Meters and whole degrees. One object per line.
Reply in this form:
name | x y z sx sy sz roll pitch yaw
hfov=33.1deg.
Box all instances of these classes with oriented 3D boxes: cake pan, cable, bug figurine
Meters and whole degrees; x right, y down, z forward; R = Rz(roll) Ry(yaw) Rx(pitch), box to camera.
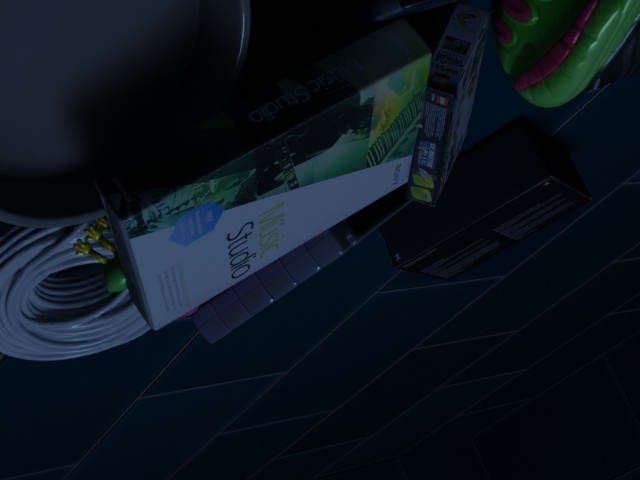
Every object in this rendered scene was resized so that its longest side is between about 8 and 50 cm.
cake pan | -0.187 -0.144 0.872 0.293 0.054 0.293 -31 144 -25
cable | -0.279 0.036 1.240 0.257 0.089 0.257 -26 147 2
bug figurine | -0.127 -0.018 1.145 0.216 0.072 0.279 -51 150 2

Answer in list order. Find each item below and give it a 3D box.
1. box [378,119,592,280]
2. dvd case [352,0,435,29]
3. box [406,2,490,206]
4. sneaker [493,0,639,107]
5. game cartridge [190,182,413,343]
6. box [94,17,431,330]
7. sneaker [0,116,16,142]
box | 0.235 -0.050 1.569 0.261 0.103 0.184 -32 160 23
dvd case | 0.133 -0.232 0.972 0.180 0.022 0.253 -17 -171 -4
box | 0.132 -0.137 1.135 0.036 0.114 0.207 20 152 11
sneaker | 0.365 -0.303 1.045 0.202 0.185 0.483 -16 168 -35
game cartridge | 0.000 0.000 1.352 0.230 0.068 0.355 -30 -178 29
box | -0.046 -0.057 1.027 0.322 0.058 0.232 -32 158 -16
sneaker | -0.386 -0.054 0.929 0.295 0.123 0.178 -41 156 27
